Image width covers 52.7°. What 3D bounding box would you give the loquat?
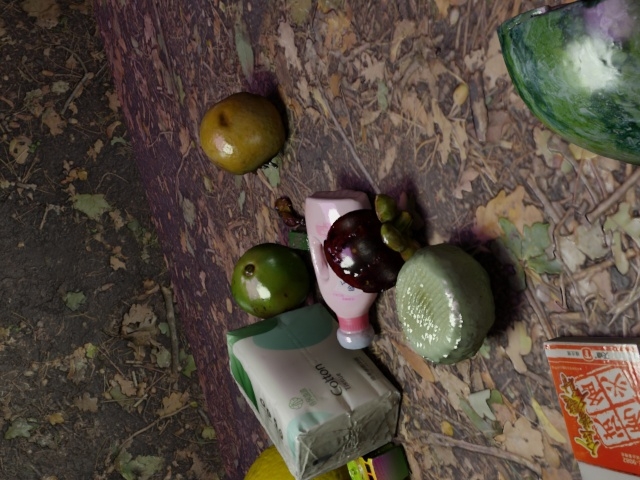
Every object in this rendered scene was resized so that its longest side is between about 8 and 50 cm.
[{"bbox_3d":[-0.190,-0.246,1.549,0.213,0.213,0.213,41,139,49],"label":"loquat"}]

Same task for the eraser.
[{"bbox_3d":[0.389,0.240,0.847,0.157,0.038,0.230,-17,88,64],"label":"eraser"}]

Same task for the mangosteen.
[{"bbox_3d":[0.101,0.009,1.172,0.180,0.166,0.166,-39,66,30],"label":"mangosteen"}]

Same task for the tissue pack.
[{"bbox_3d":[-0.026,0.324,1.464,0.356,0.266,0.193,44,141,45],"label":"tissue pack"}]

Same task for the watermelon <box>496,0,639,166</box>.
[{"bbox_3d":[0.326,-0.183,0.632,0.224,0.180,0.305,36,165,-28],"label":"watermelon"}]

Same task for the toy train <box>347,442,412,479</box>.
[{"bbox_3d":[0.152,0.597,1.453,0.161,0.101,0.296,-22,85,63],"label":"toy train"}]

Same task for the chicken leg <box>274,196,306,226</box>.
[{"bbox_3d":[-0.076,-0.065,1.618,0.145,0.037,0.062,50,132,43],"label":"chicken leg"}]

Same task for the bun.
[{"bbox_3d":[0.209,0.102,1.039,0.195,0.118,0.195,28,122,57],"label":"bun"}]

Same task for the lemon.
[{"bbox_3d":[-0.041,0.665,1.645,0.336,0.336,0.335,41,139,49],"label":"lemon"}]

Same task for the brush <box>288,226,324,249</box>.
[{"bbox_3d":[0.000,0.000,1.486,0.282,0.048,0.054,7,109,60],"label":"brush"}]

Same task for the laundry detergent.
[{"bbox_3d":[0.053,0.064,1.341,0.159,0.088,0.335,6,113,35],"label":"laundry detergent"}]

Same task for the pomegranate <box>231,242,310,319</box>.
[{"bbox_3d":[-0.111,0.133,1.622,0.159,0.190,0.240,32,132,35],"label":"pomegranate"}]
